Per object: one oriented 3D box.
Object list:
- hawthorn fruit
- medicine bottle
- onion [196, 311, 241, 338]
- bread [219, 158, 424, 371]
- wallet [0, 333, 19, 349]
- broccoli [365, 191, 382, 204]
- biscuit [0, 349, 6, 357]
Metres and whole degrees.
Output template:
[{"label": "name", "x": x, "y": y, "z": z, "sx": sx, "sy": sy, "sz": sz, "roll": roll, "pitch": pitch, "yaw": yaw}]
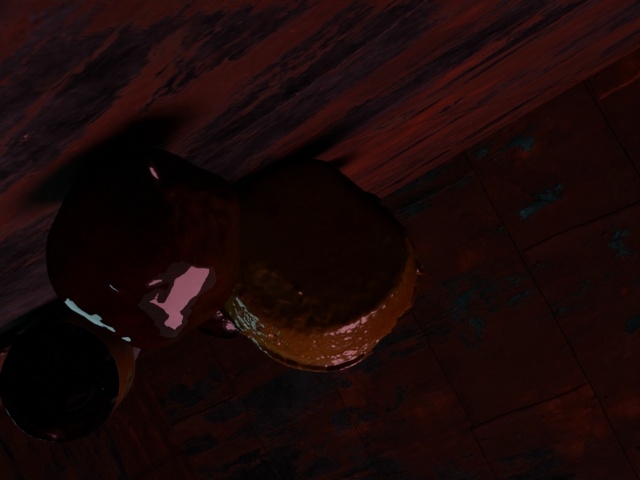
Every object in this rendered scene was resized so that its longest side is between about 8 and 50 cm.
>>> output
[{"label": "hawthorn fruit", "x": -0.179, "y": -0.006, "z": 0.972, "sx": 0.208, "sy": 0.208, "sz": 0.248, "roll": -26, "pitch": 164, "yaw": -27}, {"label": "medicine bottle", "x": -0.489, "y": 0.239, "z": 1.929, "sx": 0.242, "sy": 0.243, "sz": 0.395, "roll": -28, "pitch": -171, "yaw": 10}, {"label": "onion", "x": -0.240, "y": 0.119, "z": 2.197, "sx": 0.281, "sy": 0.280, "sz": 0.221, "roll": 6, "pitch": 103, "yaw": -84}, {"label": "bread", "x": -0.015, "y": 0.025, "z": 1.572, "sx": 0.337, "sy": 0.358, "sz": 0.204, "roll": -47, "pitch": 163, "yaw": -19}, {"label": "wallet", "x": -0.687, "y": 0.233, "z": 1.854, "sx": 0.176, "sy": 0.026, "sz": 0.095, "roll": -26, "pitch": -178, "yaw": -10}, {"label": "broccoli", "x": 0.000, "y": 0.000, "z": 1.922, "sx": 0.307, "sy": 0.275, "sz": 0.308, "roll": -11, "pitch": 153, "yaw": -6}, {"label": "biscuit", "x": -0.774, "y": 0.286, "z": 1.960, "sx": 0.230, "sy": 0.025, "sz": 0.131, "roll": -25, "pitch": 176, "yaw": -35}]
